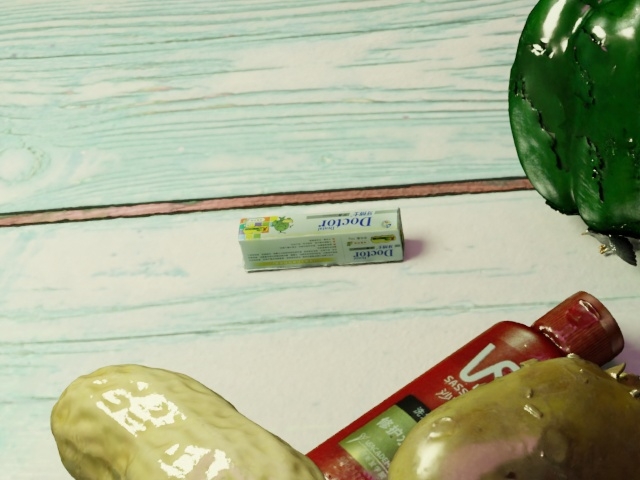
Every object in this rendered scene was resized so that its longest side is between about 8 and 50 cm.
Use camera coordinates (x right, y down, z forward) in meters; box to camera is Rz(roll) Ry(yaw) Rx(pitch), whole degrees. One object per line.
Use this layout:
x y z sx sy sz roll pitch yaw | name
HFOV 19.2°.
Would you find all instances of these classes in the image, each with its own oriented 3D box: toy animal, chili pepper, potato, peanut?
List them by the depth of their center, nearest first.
0.186 0.200 1.571 0.296 0.141 0.192 -24 90 -26 | potato
-0.118 0.203 1.637 0.152 0.152 0.313 -38 50 -22 | peanut
0.320 -0.143 1.789 0.248 0.257 0.233 -23 32 -23 | chili pepper
0.277 -0.002 1.827 0.050 0.028 0.084 -8 36 -2 | toy animal

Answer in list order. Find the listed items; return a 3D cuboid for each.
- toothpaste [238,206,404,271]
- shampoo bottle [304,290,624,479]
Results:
0.000 0.000 1.872 0.164 0.046 0.034 -4 44 8 | toothpaste
0.132 0.155 1.681 0.314 0.076 0.118 -33 47 -18 | shampoo bottle
